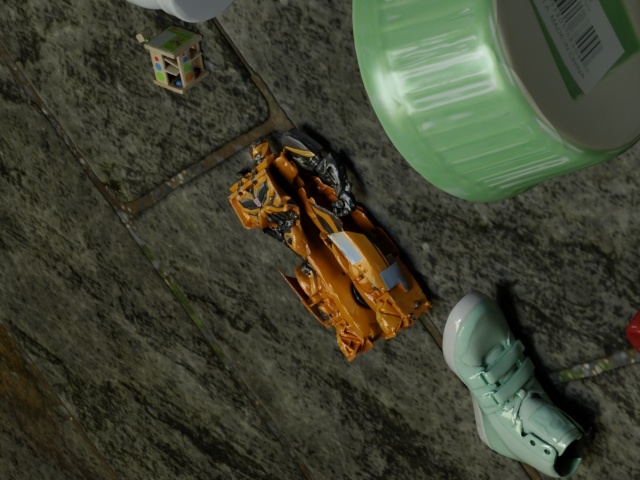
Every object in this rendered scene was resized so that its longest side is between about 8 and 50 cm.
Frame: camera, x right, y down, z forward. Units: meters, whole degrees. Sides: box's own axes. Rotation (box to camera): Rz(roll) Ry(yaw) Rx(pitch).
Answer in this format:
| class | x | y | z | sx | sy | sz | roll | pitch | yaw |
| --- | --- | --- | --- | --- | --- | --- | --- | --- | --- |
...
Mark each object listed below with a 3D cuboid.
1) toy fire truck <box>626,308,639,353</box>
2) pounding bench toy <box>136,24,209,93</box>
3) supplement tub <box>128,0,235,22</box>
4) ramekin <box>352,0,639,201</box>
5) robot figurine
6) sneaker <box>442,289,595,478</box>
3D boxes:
| class | x | y | z | sx | sy | sz | roll | pitch | yaw |
| --- | --- | --- | --- | --- | --- | --- | --- | --- | --- |
| toy fire truck | 0.451 | 0.112 | 1.941 | 0.302 | 0.169 | 0.254 | 31 | 168 | 25 |
| pounding bench toy | -0.187 | -0.225 | 2.431 | 0.083 | 0.052 | 0.065 | 23 | 138 | 35 |
| supplement tub | -0.210 | -0.375 | 2.186 | 0.272 | 0.191 | 0.191 | 33 | 143 | 26 |
| ramekin | 0.187 | -0.195 | 1.809 | 0.148 | 0.303 | 0.303 | -11 | 114 | 45 |
| robot figurine | 0.000 | 0.000 | 2.400 | 0.291 | 0.085 | 0.211 | 51 | 146 | -2 |
| sneaker | 0.237 | 0.169 | 2.274 | 0.151 | 0.094 | 0.256 | 25 | 149 | 42 |
